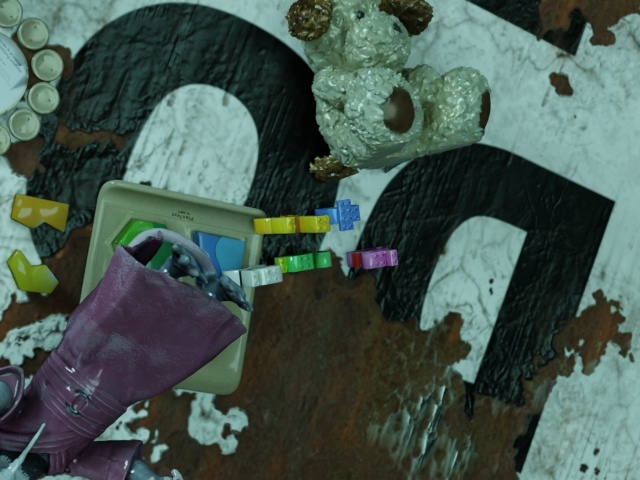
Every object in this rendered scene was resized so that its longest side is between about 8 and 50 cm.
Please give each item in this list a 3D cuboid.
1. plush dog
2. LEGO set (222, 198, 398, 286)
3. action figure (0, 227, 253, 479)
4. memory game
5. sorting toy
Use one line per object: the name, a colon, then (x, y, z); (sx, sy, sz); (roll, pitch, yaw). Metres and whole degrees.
plush dog: (0.053, -0.202, 1.891); (0.262, 0.211, 0.225); (-7, 81, -52)
LEGO set: (0.000, 0.000, 1.880); (0.227, 0.093, 0.087); (-10, 96, -34)
action figure: (-0.261, 0.145, 1.692); (0.370, 0.276, 0.248); (-46, 119, 2)
memory game: (-0.377, -0.187, 1.762); (0.186, 0.012, 0.186); (-1, 93, -24)
sorting toy: (-0.216, 0.050, 1.833); (0.307, 0.041, 0.229); (11, 88, -25)
